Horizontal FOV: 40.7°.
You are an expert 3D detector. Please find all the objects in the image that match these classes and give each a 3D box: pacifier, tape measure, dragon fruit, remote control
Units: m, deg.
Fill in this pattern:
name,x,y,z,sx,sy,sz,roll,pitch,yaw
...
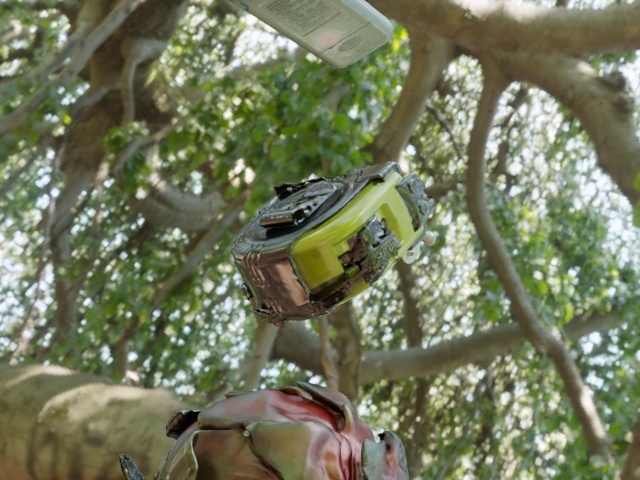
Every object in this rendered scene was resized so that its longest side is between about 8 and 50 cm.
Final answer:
name,x,y,z,sx,sy,sz,roll,pitch,yaw
pacifier,0.156,-0.003,1.365,0.064,0.083,0.068,7,2,39
tape measure,0.000,0.000,0.907,0.199,0.186,0.112,-10,-62,43
dragon fruit,-0.024,0.187,0.608,0.182,0.182,0.188,-3,-35,41
remote control,-0.004,-0.141,0.533,0.053,0.018,0.124,-28,-26,28
